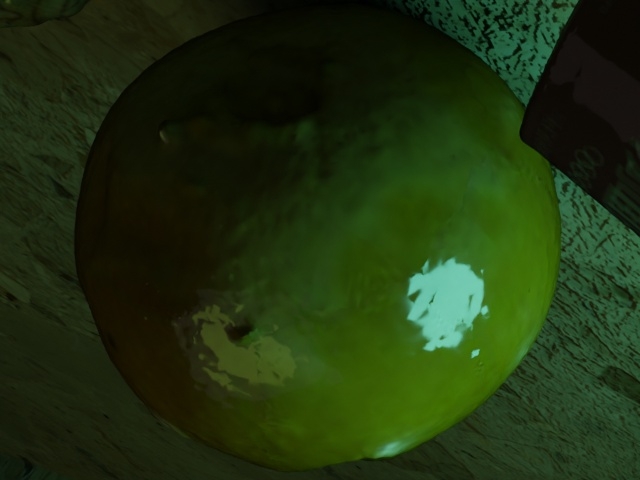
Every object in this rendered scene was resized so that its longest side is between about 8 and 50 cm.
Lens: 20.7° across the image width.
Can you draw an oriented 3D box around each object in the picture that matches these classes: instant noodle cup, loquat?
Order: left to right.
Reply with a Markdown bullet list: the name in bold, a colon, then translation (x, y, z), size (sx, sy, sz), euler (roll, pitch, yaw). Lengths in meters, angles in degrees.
- **loquat**: translation (0.000, 0.000, 1.154), size (0.328, 0.328, 0.328), euler (23, 160, 9)
- **instant noodle cup**: translation (0.218, -0.076, 0.851), size (0.178, 0.235, 0.235), euler (33, 161, 11)

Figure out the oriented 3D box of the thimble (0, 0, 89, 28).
- **thimble**: translation (-0.223, -0.231, 1.114), size (0.190, 0.137, 0.143), euler (27, 163, 32)
